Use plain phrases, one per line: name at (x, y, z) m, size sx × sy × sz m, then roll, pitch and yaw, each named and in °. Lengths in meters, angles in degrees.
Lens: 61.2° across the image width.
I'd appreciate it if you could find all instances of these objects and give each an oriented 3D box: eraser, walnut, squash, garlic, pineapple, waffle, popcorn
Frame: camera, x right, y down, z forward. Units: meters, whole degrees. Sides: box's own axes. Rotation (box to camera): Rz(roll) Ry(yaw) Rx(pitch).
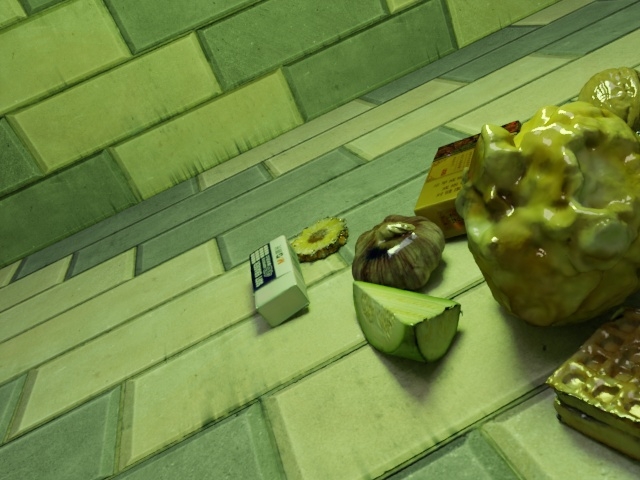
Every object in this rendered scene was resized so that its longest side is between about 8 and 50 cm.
eraser at (-0.116, 0.101, 1.470) m, size 0.130 × 0.086 × 0.287 m, roll -34°, pitch 27°, yaw 5°
walnut at (0.801, -0.357, 1.463) m, size 0.213 × 0.213 × 0.213 m, roll -19°, pitch 26°, yaw 10°
squash at (0.126, 0.170, 1.119) m, size 0.288 × 0.111 × 0.203 m, roll 8°, pitch 13°, yaw 40°
garlic at (0.179, 0.020, 1.313) m, size 0.245 × 0.160 × 0.245 m, roll -26°, pitch 29°, yaw 16°
pineapple at (0.000, 0.000, 1.646) m, size 0.221 × 0.047 × 0.221 m, roll -23°, pitch 26°, yaw 12°
waffle at (0.502, 0.221, 0.735) m, size 0.213 × 0.091 × 0.308 m, roll -35°, pitch 26°, yaw -20°
popcorn at (0.428, -0.037, 0.950) m, size 0.354 × 0.390 × 0.344 m, roll -31°, pitch 41°, yaw 6°

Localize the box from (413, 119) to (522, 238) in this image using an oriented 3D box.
box at (0.430, -0.174, 1.490) m, size 0.264 × 0.116 × 0.415 m, roll -18°, pitch 24°, yaw 30°

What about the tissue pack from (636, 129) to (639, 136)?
tissue pack at (0.745, -0.096, 0.960) m, size 0.332 × 0.245 × 0.123 m, roll 11°, pitch 61°, yaw 51°
